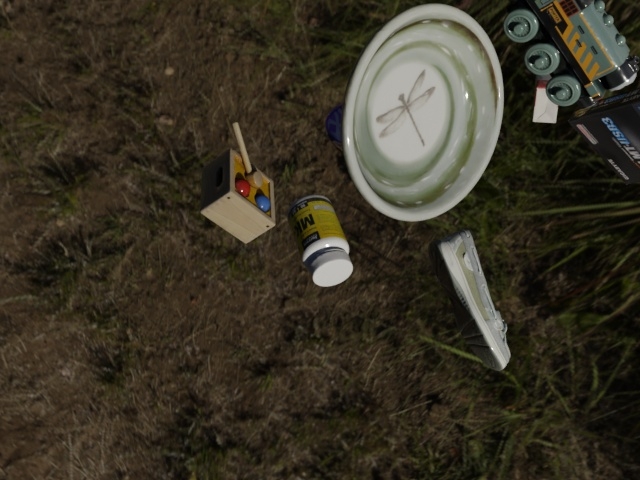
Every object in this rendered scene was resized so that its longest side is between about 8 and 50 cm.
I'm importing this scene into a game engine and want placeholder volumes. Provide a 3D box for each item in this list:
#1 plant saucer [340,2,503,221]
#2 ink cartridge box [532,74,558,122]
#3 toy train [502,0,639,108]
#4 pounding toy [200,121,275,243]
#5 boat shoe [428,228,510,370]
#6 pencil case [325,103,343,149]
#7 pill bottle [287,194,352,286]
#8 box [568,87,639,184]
[{"bbox_3d":[0.179,-0.239,1.332,0.400,0.400,0.100,-33,32,-23],"label":"plant saucer"},{"bbox_3d":[0.644,-0.438,1.995,0.067,0.115,0.198,5,45,14],"label":"ink cartridge box"},{"bbox_3d":[0.539,-0.440,1.514,0.334,0.190,0.142,51,51,-15],"label":"toy train"},{"bbox_3d":[-0.137,-0.099,1.201,0.130,0.100,0.141,37,33,-38],"label":"pounding toy"},{"bbox_3d":[0.349,0.132,1.560,0.103,0.118,0.320,-23,82,-13],"label":"boat shoe"},{"bbox_3d":[0.060,-0.233,1.478,0.088,0.206,0.086,43,96,1],"label":"pencil case"},{"bbox_3d":[0.000,0.000,1.686,0.119,0.119,0.208,-10,51,-15],"label":"pill bottle"},{"bbox_3d":[0.905,-0.290,1.976,0.295,0.293,0.073,42,70,-18],"label":"box"}]
